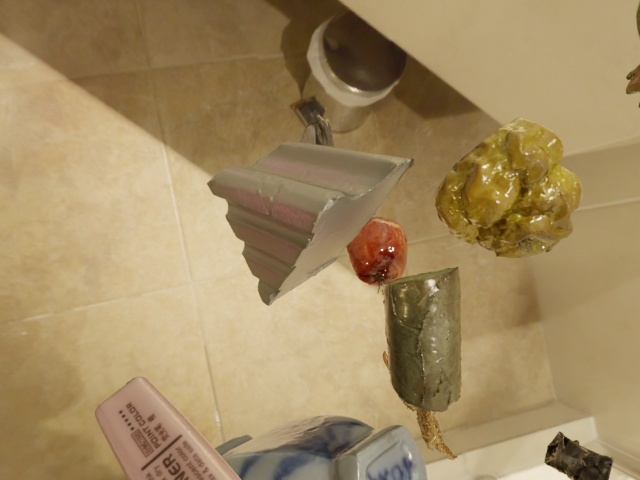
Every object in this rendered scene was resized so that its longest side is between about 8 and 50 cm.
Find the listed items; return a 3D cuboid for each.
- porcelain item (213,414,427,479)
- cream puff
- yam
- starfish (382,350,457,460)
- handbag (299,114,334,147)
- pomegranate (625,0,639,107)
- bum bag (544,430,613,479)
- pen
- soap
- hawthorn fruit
[{"bbox_3d":[-0.036,0.406,0.769,0.243,0.405,0.178,-7,78,-50],"label":"porcelain item"},{"bbox_3d":[0.432,-0.087,1.027,0.291,0.324,0.257,-32,69,-24],"label":"cream puff"},{"bbox_3d":[0.217,0.190,0.974,0.168,0.168,0.304,-10,107,-11],"label":"yam"},{"bbox_3d":[0.268,0.422,1.243,0.084,0.301,0.293,-36,49,11],"label":"starfish"},{"bbox_3d":[-0.006,-0.147,1.185,0.075,0.191,0.331,4,61,-24],"label":"handbag"},{"bbox_3d":[0.398,-0.215,0.465,0.160,0.205,0.159,2,71,-5],"label":"pomegranate"},{"bbox_3d":[0.786,0.676,1.424,0.060,0.248,0.123,35,80,0],"label":"bum bag"},{"bbox_3d":[-0.073,0.158,0.278,0.197,0.032,0.053,33,57,32],"label":"pen"},{"bbox_3d":[0.000,0.000,0.681,0.159,0.302,0.257,-31,121,-27],"label":"soap"},{"bbox_3d":[0.190,0.061,1.513,0.212,0.211,0.298,3,47,-10],"label":"hawthorn fruit"}]
